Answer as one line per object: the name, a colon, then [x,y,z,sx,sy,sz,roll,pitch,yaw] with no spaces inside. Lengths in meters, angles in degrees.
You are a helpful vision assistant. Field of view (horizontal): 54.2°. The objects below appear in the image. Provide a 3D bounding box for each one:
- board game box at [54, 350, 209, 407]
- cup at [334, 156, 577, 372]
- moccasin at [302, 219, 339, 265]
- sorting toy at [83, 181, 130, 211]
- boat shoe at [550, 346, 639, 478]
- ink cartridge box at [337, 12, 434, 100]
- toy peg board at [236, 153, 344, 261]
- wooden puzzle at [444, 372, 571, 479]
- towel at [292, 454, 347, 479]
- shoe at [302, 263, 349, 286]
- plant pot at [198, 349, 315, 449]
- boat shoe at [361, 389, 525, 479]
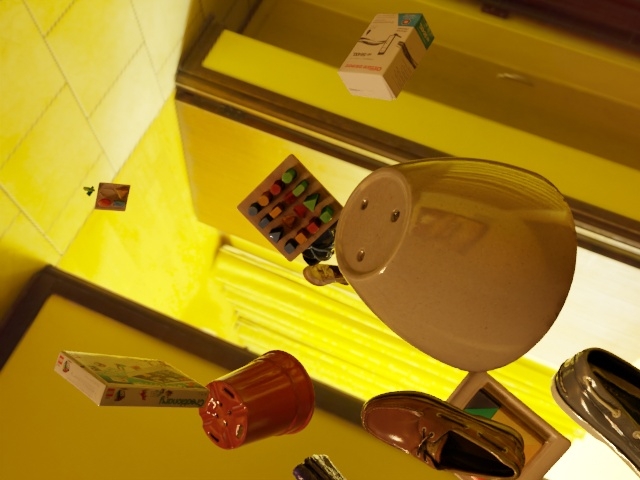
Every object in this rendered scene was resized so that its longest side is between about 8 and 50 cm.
board game box: [-0.433,0.327,1.461,0.305,0.193,0.053,22,88,-52]
cup: [0.164,0.008,0.926,0.331,0.237,0.331,-35,-135,44]
moccasin: [0.000,0.000,1.553,0.116,0.138,0.342,-53,165,-10]
sorting toy: [-0.392,-0.079,1.140,0.083,0.012,0.062,3,125,-32]
boat shoe: [0.458,0.256,0.812,0.116,0.319,0.099,-37,151,-33]
ink cartridge box: [0.160,-0.452,1.530,0.203,0.148,0.086,-58,137,-16]
toy peg board: [-0.062,-0.057,1.240,0.161,0.161,0.079,-43,-173,12]
wooden puzzle: [0.345,0.412,1.272,0.221,0.239,0.044,-57,163,17]
towel: [0.076,0.685,1.616,0.076,0.308,0.228,-46,158,1]
shoe: [0.032,0.098,1.916,0.219,0.076,0.058,6,142,-48]
plant pot: [-0.203,0.490,1.883,0.265,0.272,0.272,-6,120,-53]
boat shoe: [0.215,0.356,1.141,0.104,0.307,0.110,-30,125,-68]
